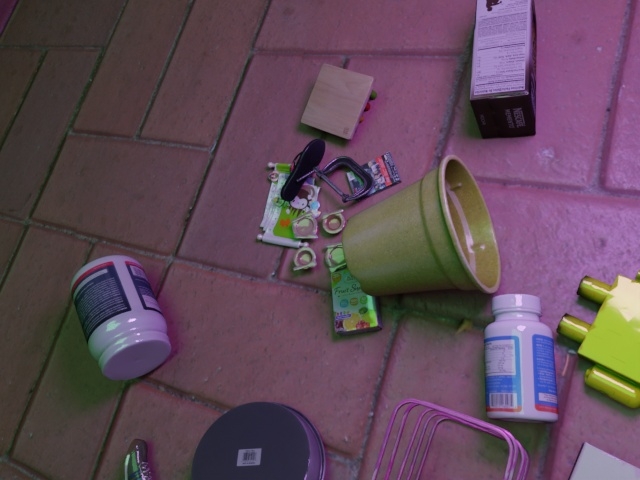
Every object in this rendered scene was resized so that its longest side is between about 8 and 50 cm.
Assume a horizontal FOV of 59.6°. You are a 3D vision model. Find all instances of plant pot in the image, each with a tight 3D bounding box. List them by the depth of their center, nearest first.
[{"bbox_3d":[0.192,0.000,1.134,0.253,0.276,0.276,-18,63,30],"label":"plant pot"}]

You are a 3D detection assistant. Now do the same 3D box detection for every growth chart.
[{"bbox_3d":[-0.076,-0.093,1.417,0.171,0.021,0.238,1,71,24],"label":"growth chart"}]

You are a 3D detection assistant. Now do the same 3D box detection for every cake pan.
[{"bbox_3d":[-0.137,0.460,1.148,0.293,0.054,0.293,-8,47,9],"label":"cake pan"}]

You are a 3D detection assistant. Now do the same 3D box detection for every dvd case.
[{"bbox_3d":[0.127,-0.153,1.349,0.119,0.013,0.087,-25,62,14],"label":"dvd case"}]

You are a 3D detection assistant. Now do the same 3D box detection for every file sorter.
[{"bbox_3d":[0.226,0.387,0.932,0.202,0.290,0.182,13,74,29],"label":"file sorter"}]

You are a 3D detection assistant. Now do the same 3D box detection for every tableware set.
[{"bbox_3d":[0.000,0.000,1.332,0.141,0.020,0.169,-11,69,12],"label":"tableware set"}]

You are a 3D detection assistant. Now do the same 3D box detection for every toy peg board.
[{"bbox_3d":[0.058,-0.347,1.433,0.161,0.079,0.161,26,99,31],"label":"toy peg board"}]

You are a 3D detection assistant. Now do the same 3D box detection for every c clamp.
[{"bbox_3d":[0.044,-0.143,1.353,0.137,0.022,0.160,-41,58,-15],"label":"c clamp"}]

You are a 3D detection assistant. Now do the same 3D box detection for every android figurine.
[{"bbox_3d":[0.575,0.171,0.985,0.272,0.056,0.248,25,82,31],"label":"android figurine"}]

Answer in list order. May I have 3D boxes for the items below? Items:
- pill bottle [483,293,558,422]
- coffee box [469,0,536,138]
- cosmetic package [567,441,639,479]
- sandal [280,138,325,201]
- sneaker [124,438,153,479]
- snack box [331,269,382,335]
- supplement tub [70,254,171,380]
[{"bbox_3d":[0.365,0.216,1.028,0.124,0.124,0.222,-4,69,24],"label":"pill bottle"},{"bbox_3d":[0.406,-0.395,1.222,0.118,0.168,0.297,-1,71,25],"label":"coffee box"},{"bbox_3d":[0.412,0.488,0.880,0.113,0.160,0.310,23,82,29],"label":"cosmetic package"},{"bbox_3d":[-0.051,-0.181,1.392,0.040,0.067,0.179,32,89,41],"label":"sandal"},{"bbox_3d":[-0.409,0.565,1.296,0.086,0.064,0.192,-1,70,17],"label":"sneaker"},{"bbox_3d":[0.079,0.134,1.245,0.100,0.037,0.141,-12,65,20],"label":"snack box"},{"bbox_3d":[-0.502,0.190,1.406,0.191,0.191,0.272,-38,59,7],"label":"supplement tub"}]
